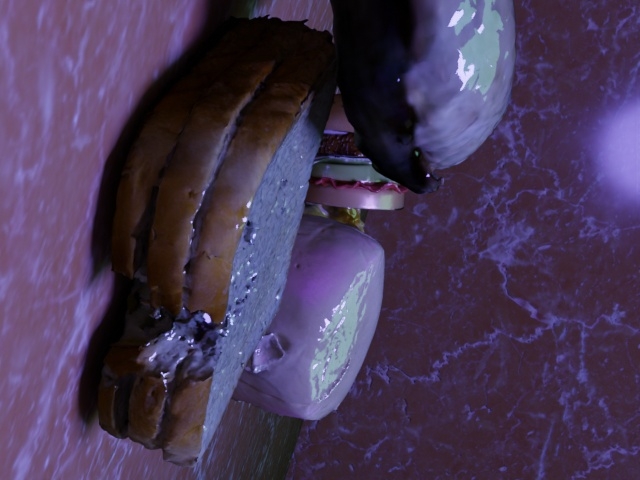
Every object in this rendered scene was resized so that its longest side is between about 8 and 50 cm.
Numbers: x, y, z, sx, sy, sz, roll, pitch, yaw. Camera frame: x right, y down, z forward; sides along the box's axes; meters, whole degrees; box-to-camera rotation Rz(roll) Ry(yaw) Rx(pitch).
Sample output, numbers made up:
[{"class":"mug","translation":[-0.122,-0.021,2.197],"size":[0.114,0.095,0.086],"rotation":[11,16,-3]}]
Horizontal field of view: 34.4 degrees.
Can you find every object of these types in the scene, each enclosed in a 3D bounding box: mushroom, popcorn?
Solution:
[{"class":"mushroom","translation":[0.076,-0.219,0.758],"size":[0.247,0.130,0.344],"rotation":[42,43,-63]},{"class":"popcorn","translation":[0.000,0.000,1.392],"size":[0.145,0.126,0.126],"rotation":[-43,168,-38]}]

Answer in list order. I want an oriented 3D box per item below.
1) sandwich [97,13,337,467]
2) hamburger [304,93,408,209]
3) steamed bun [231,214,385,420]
[{"class":"sandwich","translation":[-0.077,-0.001,0.749],"size":[0.249,0.095,0.273],"rotation":[-63,170,-54]},{"class":"hamburger","translation":[0.039,-0.111,1.261],"size":[0.175,0.175,0.136],"rotation":[-47,141,-77]},{"class":"steamed bun","translation":[-0.031,0.086,1.189],"size":[0.152,0.170,0.238],"rotation":[19,90,-66]}]
